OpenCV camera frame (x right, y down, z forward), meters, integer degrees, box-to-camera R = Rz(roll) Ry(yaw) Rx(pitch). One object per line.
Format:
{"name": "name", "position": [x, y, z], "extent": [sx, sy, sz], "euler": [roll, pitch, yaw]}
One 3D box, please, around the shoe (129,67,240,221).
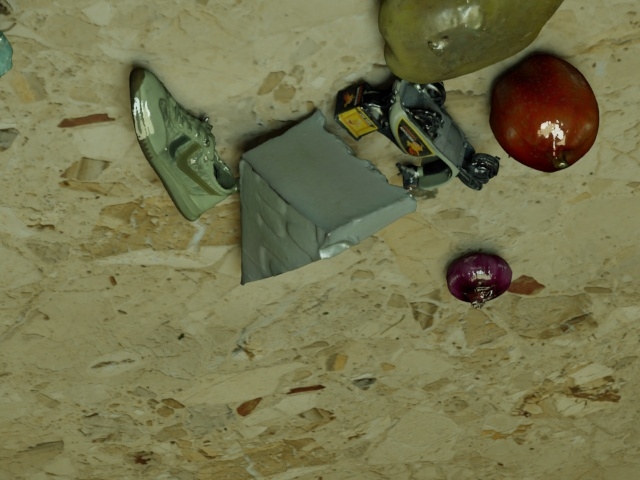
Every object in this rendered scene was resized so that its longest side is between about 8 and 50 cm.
{"name": "shoe", "position": [-0.202, -0.145, 1.575], "extent": [0.098, 0.103, 0.275], "euler": [-21, 138, 4]}

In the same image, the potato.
{"name": "potato", "position": [0.215, -0.324, 1.482], "extent": [0.296, 0.141, 0.191], "euler": [-30, 134, 10]}

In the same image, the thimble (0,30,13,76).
{"name": "thimble", "position": [-0.502, -0.241, 1.345], "extent": [0.235, 0.198, 0.143], "euler": [-12, 131, 22]}

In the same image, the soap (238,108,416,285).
{"name": "soap", "position": [0.000, 0.000, 1.625], "extent": [0.159, 0.258, 0.302], "euler": [-29, 141, -27]}

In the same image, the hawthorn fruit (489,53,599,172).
{"name": "hawthorn fruit", "position": [0.342, -0.179, 1.606], "extent": [0.169, 0.188, 0.169], "euler": [-11, 137, -11]}

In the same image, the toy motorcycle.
{"name": "toy motorcycle", "position": [0.156, -0.151, 1.640], "extent": [0.157, 0.091, 0.263], "euler": [-17, 136, 35]}

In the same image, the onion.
{"name": "onion", "position": [0.276, 0.071, 1.872], "extent": [0.115, 0.104, 0.115], "euler": [4, 146, 2]}
